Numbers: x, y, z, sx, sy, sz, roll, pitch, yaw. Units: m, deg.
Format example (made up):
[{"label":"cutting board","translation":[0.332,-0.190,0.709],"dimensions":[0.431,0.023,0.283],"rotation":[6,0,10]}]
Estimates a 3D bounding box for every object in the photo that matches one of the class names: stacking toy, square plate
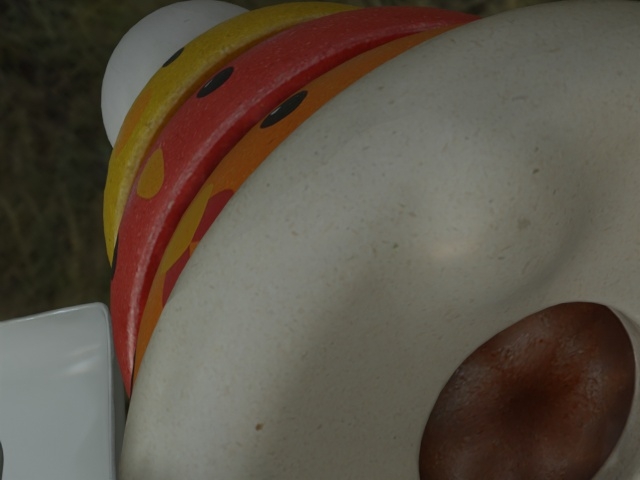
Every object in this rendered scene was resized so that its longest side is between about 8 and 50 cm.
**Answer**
[{"label":"stacking toy","translation":[0.000,0.000,0.905],"dimensions":[0.350,0.350,0.480],"rotation":[-45,35,-3]},{"label":"square plate","translation":[-0.256,0.238,1.556],"dimensions":[0.347,0.049,0.344],"rotation":[-10,82,47]}]

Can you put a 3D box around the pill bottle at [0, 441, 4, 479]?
[{"label":"pill bottle","translation":[-0.302,0.184,1.341],"dimensions":[0.131,0.131,0.229],"rotation":[30,122,26]}]
